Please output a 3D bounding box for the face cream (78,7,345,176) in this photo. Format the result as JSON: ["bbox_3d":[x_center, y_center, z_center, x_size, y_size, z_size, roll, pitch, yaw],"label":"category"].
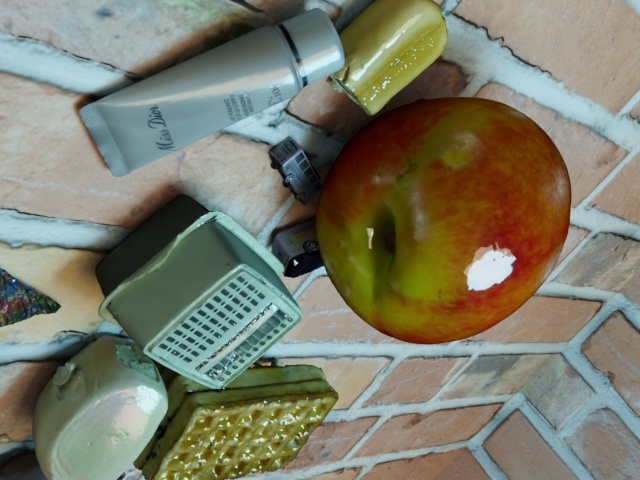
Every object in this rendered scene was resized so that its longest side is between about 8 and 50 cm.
[{"bbox_3d":[-0.125,-0.182,1.235,0.314,0.089,0.143,-24,151,-5],"label":"face cream"}]

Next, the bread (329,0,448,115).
[{"bbox_3d":[0.080,-0.254,1.357,0.173,0.085,0.134,-40,150,5],"label":"bread"}]

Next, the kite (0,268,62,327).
[{"bbox_3d":[-0.436,0.100,1.339,0.232,0.009,0.189,-14,145,-39],"label":"kite"}]

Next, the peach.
[{"bbox_3d":[0.192,-0.039,1.532,0.388,0.388,0.388,-30,152,-18],"label":"peach"}]

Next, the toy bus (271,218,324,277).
[{"bbox_3d":[0.000,0.000,1.661,0.172,0.072,0.057,-22,150,-34],"label":"toy bus"}]

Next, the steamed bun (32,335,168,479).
[{"bbox_3d":[-0.348,0.256,1.529,0.152,0.170,0.239,29,108,-40],"label":"steamed bun"}]

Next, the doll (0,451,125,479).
[{"bbox_3d":[-0.436,0.401,1.680,0.257,0.117,0.182,-10,143,-43],"label":"doll"}]

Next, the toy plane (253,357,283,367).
[{"bbox_3d":[-0.119,0.278,1.867,0.229,0.092,0.244,-55,-179,-40],"label":"toy plane"}]

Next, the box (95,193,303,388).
[{"bbox_3d":[-0.167,0.076,1.463,0.220,0.166,0.290,-40,153,1],"label":"box"}]

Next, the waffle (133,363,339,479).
[{"bbox_3d":[-0.137,0.300,1.687,0.308,0.091,0.213,3,131,-43],"label":"waffle"}]

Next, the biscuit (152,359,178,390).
[{"bbox_3d":[-0.221,0.246,1.721,0.296,0.075,0.296,-40,160,-18],"label":"biscuit"}]

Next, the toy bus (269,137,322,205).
[{"bbox_3d":[-0.035,-0.100,1.507,0.052,0.037,0.131,-42,152,-5],"label":"toy bus"}]
